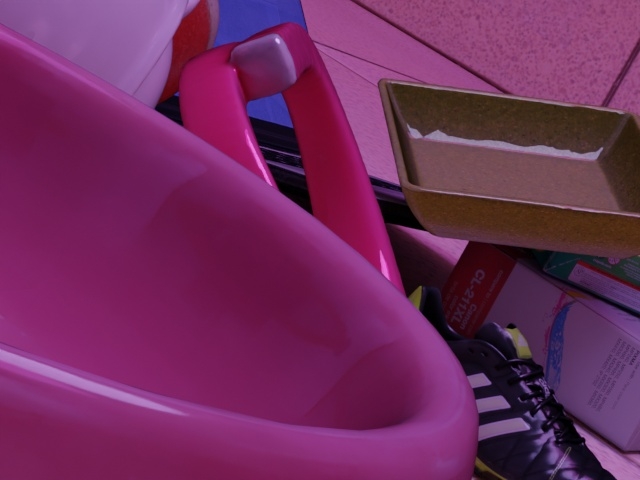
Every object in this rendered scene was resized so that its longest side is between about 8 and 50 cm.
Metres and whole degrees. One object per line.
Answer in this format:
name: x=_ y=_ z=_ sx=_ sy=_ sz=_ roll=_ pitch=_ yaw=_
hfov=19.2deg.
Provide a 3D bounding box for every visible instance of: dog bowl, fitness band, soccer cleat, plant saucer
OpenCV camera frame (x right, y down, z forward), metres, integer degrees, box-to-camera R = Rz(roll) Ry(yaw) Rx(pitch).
dog bowl: x=-0.139 y=0.025 z=0.495 sx=0.408 sy=0.150 sz=0.408 roll=28 pitch=11 yaw=-6
fitness band: x=0.000 y=0.000 z=0.912 sx=0.291 sy=0.054 sz=0.209 roll=-60 pitch=129 yaw=-80
soccer cleat: x=0.101 y=0.089 z=1.017 sx=0.179 sy=0.072 sz=0.060 roll=35 pitch=12 yaw=30
plant saucer: x=0.133 y=-0.043 z=1.252 sx=0.188 sy=0.045 sz=0.188 roll=7 pitch=25 yaw=-6

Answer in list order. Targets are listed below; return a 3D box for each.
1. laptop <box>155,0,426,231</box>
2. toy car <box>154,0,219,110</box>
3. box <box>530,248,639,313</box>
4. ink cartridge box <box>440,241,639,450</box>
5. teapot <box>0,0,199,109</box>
laptop: x=-0.007 y=-0.162 z=1.436 sx=0.408 sy=0.236 sz=0.382 roll=19 pitch=5 yaw=30
toy car: x=-0.190 y=-0.118 z=1.048 sx=0.210 sy=0.219 sz=0.238 roll=30 pitch=39 yaw=8
box: x=0.187 y=-0.010 z=1.352 sx=0.105 sy=0.043 sz=0.179 roll=24 pitch=19 yaw=-16
ink cartridge box: x=0.183 y=0.070 z=1.312 sx=0.175 sy=0.072 sz=0.127 roll=35 pitch=13 yaw=29
teapot: x=-0.145 y=-0.091 z=0.836 sx=0.187 sy=0.256 sz=0.252 roll=41 pitch=-9 yaw=-19
